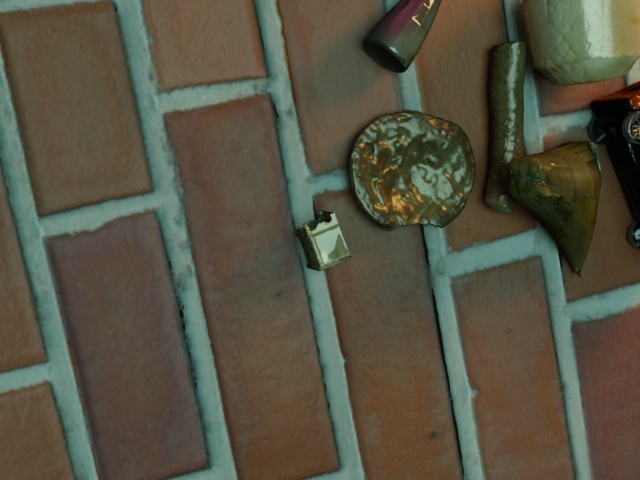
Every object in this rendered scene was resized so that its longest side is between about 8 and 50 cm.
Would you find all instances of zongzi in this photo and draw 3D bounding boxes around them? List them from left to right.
[{"bbox_3d":[0.405,-0.039,1.701,0.228,0.115,0.256,-17,113,-46],"label":"zongzi"}]

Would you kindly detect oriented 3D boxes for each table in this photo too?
[{"bbox_3d":[0.000,0.000,1.628,0.062,0.079,0.083,-22,99,-15],"label":"table"}]

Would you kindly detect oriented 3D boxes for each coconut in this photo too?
[{"bbox_3d":[0.449,-0.380,1.656,0.202,0.202,0.221,-12,100,-14],"label":"coconut"}]

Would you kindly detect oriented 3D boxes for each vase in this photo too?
[{"bbox_3d":[0.166,-0.390,1.638,0.086,0.086,0.214,38,81,-16],"label":"vase"}]

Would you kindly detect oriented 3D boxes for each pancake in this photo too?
[{"bbox_3d":[0.159,-0.119,1.681,0.236,0.042,0.222,-24,97,-15],"label":"pancake"}]

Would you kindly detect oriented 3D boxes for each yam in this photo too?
[{"bbox_3d":[0.326,-0.197,1.709,0.066,0.066,0.299,-1,96,-16],"label":"yam"}]

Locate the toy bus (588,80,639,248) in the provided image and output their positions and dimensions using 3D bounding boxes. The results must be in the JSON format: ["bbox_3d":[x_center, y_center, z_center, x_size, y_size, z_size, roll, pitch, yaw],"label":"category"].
[{"bbox_3d":[0.616,-0.123,1.759,0.153,0.143,0.329,-26,100,-12],"label":"toy bus"}]
